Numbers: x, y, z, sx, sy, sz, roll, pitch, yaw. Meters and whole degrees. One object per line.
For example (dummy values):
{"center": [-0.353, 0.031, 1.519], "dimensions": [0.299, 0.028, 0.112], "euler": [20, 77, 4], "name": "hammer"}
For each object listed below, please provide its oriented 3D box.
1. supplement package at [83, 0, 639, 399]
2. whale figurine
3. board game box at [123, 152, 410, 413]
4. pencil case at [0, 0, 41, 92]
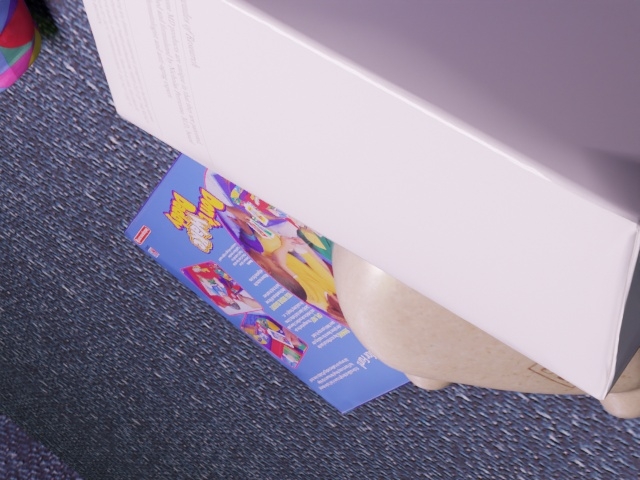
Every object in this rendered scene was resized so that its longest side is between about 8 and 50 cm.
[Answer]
{"center": [0.056, -0.095, 0.775], "dimensions": [0.293, 0.177, 0.175], "euler": [31, 157, 19], "name": "supplement package"}
{"center": [0.128, 0.010, 0.966], "dimensions": [0.272, 0.141, 0.216], "euler": [27, 131, -35], "name": "whale figurine"}
{"center": [0.000, 0.000, 1.197], "dimensions": [0.233, 0.078, 0.347], "euler": [40, 159, -4], "name": "board game box"}
{"center": [-0.281, -0.190, 1.195], "dimensions": [0.104, 0.104, 0.236], "euler": [30, 162, 20], "name": "pencil case"}
